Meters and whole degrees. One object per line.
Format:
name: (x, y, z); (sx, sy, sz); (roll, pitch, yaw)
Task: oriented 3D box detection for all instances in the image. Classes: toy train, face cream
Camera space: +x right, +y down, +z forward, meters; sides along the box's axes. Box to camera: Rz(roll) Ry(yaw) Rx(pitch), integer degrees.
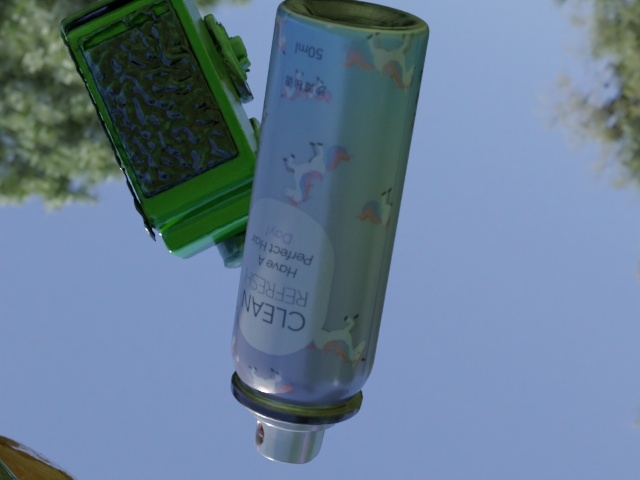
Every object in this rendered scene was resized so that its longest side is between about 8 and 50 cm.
toy train: (-0.110, -0.096, 1.315); (0.243, 0.132, 0.188); (65, -175, 7)
face cream: (0.000, 0.000, 0.781); (0.075, 0.229, 0.075); (7, -162, -2)

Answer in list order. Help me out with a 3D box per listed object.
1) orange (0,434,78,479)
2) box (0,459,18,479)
orange: (-0.337, 0.310, 1.599); (0.240, 0.240, 0.240); (25, -154, -13)
box: (-0.297, 0.211, 1.038); (0.141, 0.220, 0.064); (51, -172, -4)
